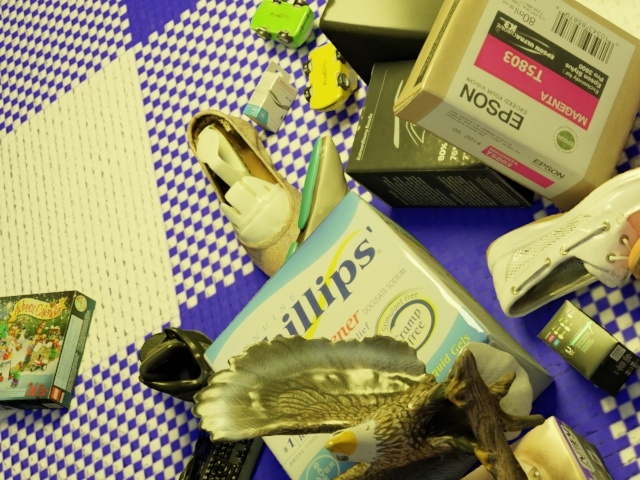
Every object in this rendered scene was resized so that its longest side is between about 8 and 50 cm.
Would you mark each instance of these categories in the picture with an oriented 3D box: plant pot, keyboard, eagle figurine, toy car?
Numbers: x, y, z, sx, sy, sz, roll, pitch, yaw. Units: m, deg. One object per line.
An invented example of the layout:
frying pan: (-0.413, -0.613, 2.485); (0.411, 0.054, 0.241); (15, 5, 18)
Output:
plant pot: (0.136, -0.282, 1.810); (0.167, 0.188, 0.187); (18, 77, 29)
keyboard: (-0.137, 0.293, 1.791); (0.100, 0.038, 0.192); (10, 72, 41)
eagle figurine: (0.048, 0.195, 1.435); (0.298, 0.225, 0.226); (-20, 45, 35)
toy car: (0.001, -0.282, 1.992); (0.225, 0.053, 0.239); (17, 77, 43)

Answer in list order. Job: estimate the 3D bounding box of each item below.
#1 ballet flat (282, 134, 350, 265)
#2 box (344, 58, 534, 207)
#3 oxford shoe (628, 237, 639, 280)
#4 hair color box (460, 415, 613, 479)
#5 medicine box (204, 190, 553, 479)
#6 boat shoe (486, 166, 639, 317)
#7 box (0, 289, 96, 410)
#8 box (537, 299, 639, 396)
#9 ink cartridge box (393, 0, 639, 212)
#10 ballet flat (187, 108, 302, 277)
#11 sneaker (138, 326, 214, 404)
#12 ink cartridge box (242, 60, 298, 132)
ballet flat: (0.000, 0.000, 1.786); (0.086, 0.086, 0.248); (25, 102, 43)
box: (0.152, -0.127, 1.747); (0.207, 0.108, 0.153); (2, 68, 39)
oxford shoe: (0.470, -0.015, 1.428); (0.363, 0.130, 0.133); (-27, 60, 26)
hair color box: (0.155, 0.351, 1.482); (0.339, 0.110, 0.185); (-37, 48, 14)
medicine box: (0.056, 0.141, 1.647); (0.263, 0.149, 0.289); (-48, 47, 6)
boat shoe: (0.303, 0.007, 1.569); (0.277, 0.098, 0.096); (-30, 51, 33)
box: (-0.429, 0.157, 2.090); (0.233, 0.044, 0.159); (-6, 63, 36)
box: (0.279, 0.112, 1.546); (0.052, 0.062, 0.083); (-52, 46, 4)
ink cartridge box: (0.226, -0.172, 1.615); (0.193, 0.234, 0.088); (-66, 12, -21)
ballet flat: (-0.095, -0.061, 1.907); (0.107, 0.106, 0.316); (-45, 47, 9)
sneaker: (-0.182, 0.144, 1.841); (0.087, 0.130, 0.227); (-58, 35, -4)
ink cartridge box: (-0.063, -0.193, 1.994); (0.028, 0.048, 0.083); (20, 80, 43)
